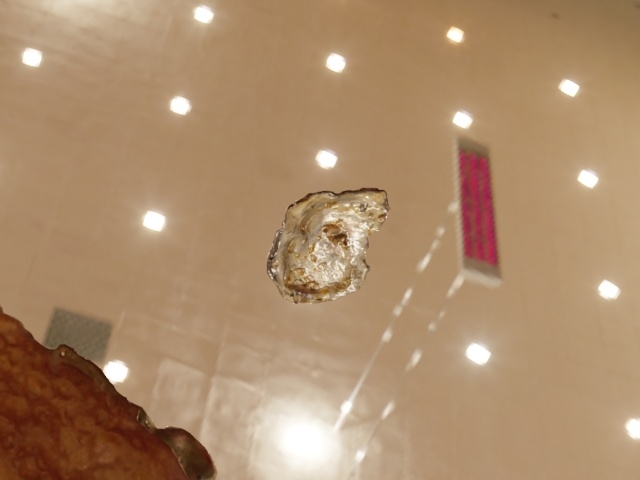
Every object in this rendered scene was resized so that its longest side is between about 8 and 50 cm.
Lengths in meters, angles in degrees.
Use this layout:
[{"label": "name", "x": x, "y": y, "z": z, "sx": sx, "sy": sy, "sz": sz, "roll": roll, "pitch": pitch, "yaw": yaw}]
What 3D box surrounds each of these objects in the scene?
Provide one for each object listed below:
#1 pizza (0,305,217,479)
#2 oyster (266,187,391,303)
[{"label": "pizza", "x": -0.133, "y": 0.083, "z": 0.487, "sx": 0.226, "sy": 0.069, "sz": 0.147, "roll": 39, "pitch": -141, "yaw": -1}, {"label": "oyster", "x": 0.000, "y": 0.003, "z": 0.626, "sx": 0.054, "sy": 0.083, "sz": 0.019, "roll": 4, "pitch": -139, "yaw": -19}]
